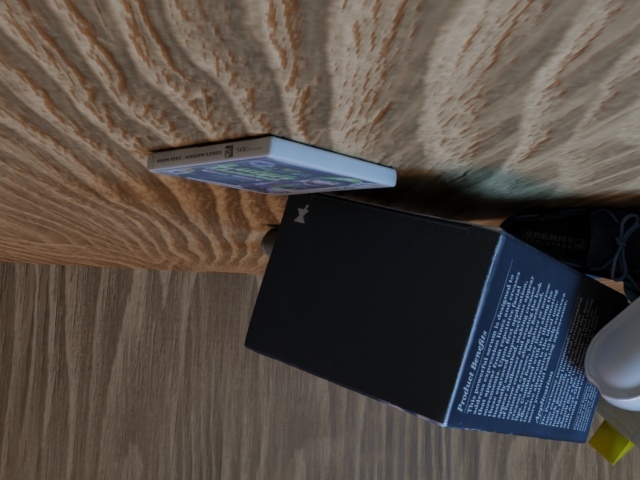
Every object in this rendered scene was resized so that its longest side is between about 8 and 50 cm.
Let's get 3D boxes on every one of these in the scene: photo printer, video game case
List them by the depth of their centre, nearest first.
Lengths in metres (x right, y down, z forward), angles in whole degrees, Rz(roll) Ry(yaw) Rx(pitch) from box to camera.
[{"bbox_3d":[-0.047,-0.071,0.889,0.173,0.022,0.190,-2,173,41],"label":"video game case"},{"bbox_3d":[0.466,0.091,1.051,0.307,0.107,0.256,-47,149,23],"label":"photo printer"}]

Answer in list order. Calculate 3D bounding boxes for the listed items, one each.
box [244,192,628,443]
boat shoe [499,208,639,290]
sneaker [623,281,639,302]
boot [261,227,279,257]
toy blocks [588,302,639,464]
[{"bbox_3d":[0.159,0.100,1.101,0.294,0.212,0.395,15,176,40],"label":"box"},{"bbox_3d":[0.352,0.010,1.114,0.258,0.109,0.089,-2,175,27],"label":"boat shoe"},{"bbox_3d":[0.567,0.052,1.401,0.178,0.123,0.295,29,-157,3],"label":"sneaker"},{"bbox_3d":[-0.001,0.002,1.466,0.209,0.076,0.190,8,175,19],"label":"boot"},{"bbox_3d":[0.494,0.188,1.360,0.261,0.190,0.381,-2,-144,-43],"label":"toy blocks"}]
